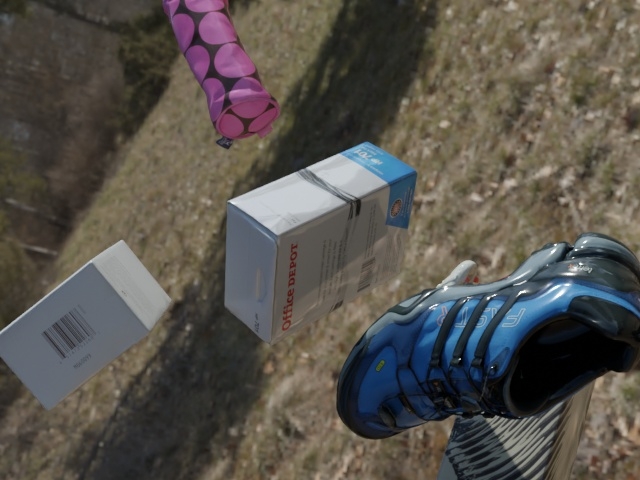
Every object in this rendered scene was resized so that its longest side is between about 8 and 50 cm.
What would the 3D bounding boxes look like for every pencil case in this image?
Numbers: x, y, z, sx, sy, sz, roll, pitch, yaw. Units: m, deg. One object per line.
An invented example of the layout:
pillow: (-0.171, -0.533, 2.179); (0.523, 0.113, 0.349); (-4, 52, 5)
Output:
pencil case: (-0.123, -0.223, 1.213); (0.095, 0.098, 0.209); (-33, 65, 22)

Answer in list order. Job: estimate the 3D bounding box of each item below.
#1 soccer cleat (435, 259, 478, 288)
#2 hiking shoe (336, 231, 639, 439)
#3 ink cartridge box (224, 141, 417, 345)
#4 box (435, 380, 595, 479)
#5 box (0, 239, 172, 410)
soccer cleat: (0.177, 0.105, 1.551); (0.068, 0.076, 0.196); (1, -56, -57)
hiking shoe: (0.133, 0.100, 0.833); (0.304, 0.113, 0.132); (-32, 20, 23)
ink cartridge box: (0.000, 0.000, 0.996); (0.082, 0.191, 0.139); (37, 137, 34)
box: (0.202, 0.191, 0.997); (0.094, 0.113, 0.275); (45, -121, -53)
box: (-0.238, 0.081, 1.005); (0.130, 0.091, 0.170); (-38, 6, 4)
